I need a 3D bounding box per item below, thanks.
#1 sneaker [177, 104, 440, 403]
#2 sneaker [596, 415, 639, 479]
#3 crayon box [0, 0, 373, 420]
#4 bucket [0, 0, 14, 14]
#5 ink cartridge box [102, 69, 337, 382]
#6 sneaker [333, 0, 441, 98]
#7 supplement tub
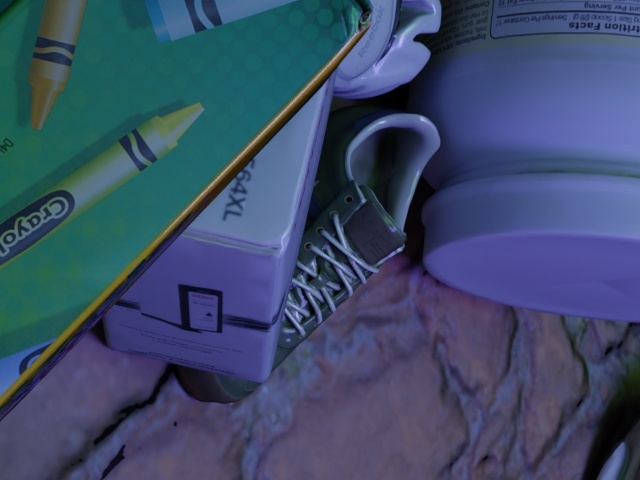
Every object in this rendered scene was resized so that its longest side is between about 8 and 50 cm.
[{"bbox_3d":[0.000,0.000,0.941,0.064,0.086,0.192,53,50,-33],"label":"sneaker"},{"bbox_3d":[0.263,0.287,1.157,0.158,0.182,0.410,30,64,-45],"label":"sneaker"},{"bbox_3d":[-0.113,0.008,0.599,0.081,0.165,0.278,44,84,-2],"label":"crayon box"},{"bbox_3d":[-0.159,-0.135,0.600,0.183,0.281,0.281,45,48,-1],"label":"bucket"},{"bbox_3d":[-0.044,-0.038,0.807,0.203,0.086,0.148,100,3,-70],"label":"ink cartridge box"},{"bbox_3d":[-0.006,-0.217,0.924,0.118,0.110,0.292,-13,96,-63],"label":"sneaker"},{"bbox_3d":[0.174,-0.132,1.048,0.235,0.235,0.325,23,69,-47],"label":"supplement tub"}]
